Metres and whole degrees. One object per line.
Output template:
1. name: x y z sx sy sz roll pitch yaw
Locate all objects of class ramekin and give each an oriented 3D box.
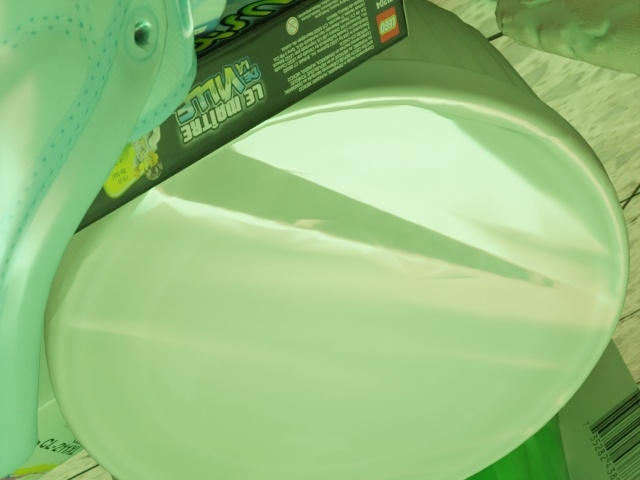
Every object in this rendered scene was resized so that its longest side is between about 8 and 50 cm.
1. ramekin: 0.000 0.000 0.900 0.272 0.127 0.273 -7 133 -8

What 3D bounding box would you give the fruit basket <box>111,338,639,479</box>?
1. fruit basket: 0.023 0.116 1.116 0.327 0.353 0.165 -36 125 11

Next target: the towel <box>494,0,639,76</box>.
1. towel: 0.317 -0.112 1.069 0.317 0.331 0.053 -15 115 -50

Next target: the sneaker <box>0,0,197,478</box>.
1. sneaker: -0.096 -0.089 0.448 0.150 0.135 0.366 -6 125 -40

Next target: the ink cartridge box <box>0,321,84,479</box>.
1. ink cartridge box: -0.203 0.106 1.102 0.175 0.072 0.127 -33 163 4

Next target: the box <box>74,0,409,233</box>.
1. box: -0.073 -0.061 0.728 0.114 0.036 0.207 9 -148 40

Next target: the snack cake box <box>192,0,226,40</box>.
1. snack cake box: -0.149 -0.094 0.586 0.264 0.089 0.152 -24 163 -24
